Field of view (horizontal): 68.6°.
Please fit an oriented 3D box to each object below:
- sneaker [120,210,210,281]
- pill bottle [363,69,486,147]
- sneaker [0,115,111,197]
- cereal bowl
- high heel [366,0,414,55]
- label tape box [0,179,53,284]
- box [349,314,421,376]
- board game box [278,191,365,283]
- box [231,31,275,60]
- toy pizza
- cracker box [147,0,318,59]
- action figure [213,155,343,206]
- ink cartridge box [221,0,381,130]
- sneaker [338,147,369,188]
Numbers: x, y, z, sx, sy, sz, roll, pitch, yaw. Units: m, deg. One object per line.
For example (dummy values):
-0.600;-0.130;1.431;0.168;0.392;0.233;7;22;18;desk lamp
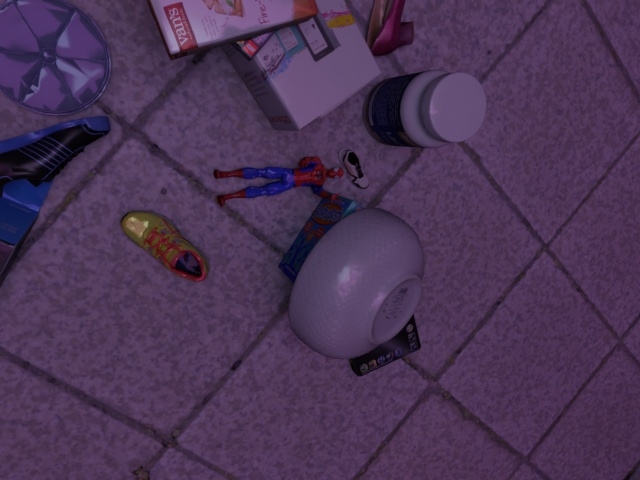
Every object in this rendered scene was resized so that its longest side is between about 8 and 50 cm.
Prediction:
-0.304;0.014;0.944;0.208;0.094;0.081;37;90;-22;sneaker
0.208;-0.269;0.971;0.153;0.265;0.153;-4;104;-19;pill bottle
-0.482;-0.153;0.837;0.232;0.081;0.090;-26;109;-23;sneaker
0.104;0.110;0.967;0.339;0.141;0.338;-28;136;-32;cereal bowl
0.128;-0.521;0.985;0.117;0.082;0.244;-25;123;-23;high heel
-0.666;-0.002;0.798;0.249;0.115;0.347;28;93;-24;label tape box
0.149;0.225;1.186;0.191;0.045;0.184;-19;110;-16;box
0.000;0.000;1.016;0.047;0.160;0.210;34;89;-23;board game box
-0.133;-0.368;0.739;0.137;0.027;0.094;39;90;-23;box
-0.481;-0.326;0.833;0.201;0.032;0.201;-5;105;-19;toy pizza
-0.137;-0.376;0.683;0.232;0.067;0.155;-22;109;-12;cracker box
-0.068;-0.123;0.980;0.281;0.139;0.091;-11;107;-20;action figure
-0.060;-0.372;0.886;0.197;0.198;0.270;-37;112;-8;ink cartridge box
0.080;-0.161;1.071;0.040;0.044;0.109;-41;114;-9;sneaker
